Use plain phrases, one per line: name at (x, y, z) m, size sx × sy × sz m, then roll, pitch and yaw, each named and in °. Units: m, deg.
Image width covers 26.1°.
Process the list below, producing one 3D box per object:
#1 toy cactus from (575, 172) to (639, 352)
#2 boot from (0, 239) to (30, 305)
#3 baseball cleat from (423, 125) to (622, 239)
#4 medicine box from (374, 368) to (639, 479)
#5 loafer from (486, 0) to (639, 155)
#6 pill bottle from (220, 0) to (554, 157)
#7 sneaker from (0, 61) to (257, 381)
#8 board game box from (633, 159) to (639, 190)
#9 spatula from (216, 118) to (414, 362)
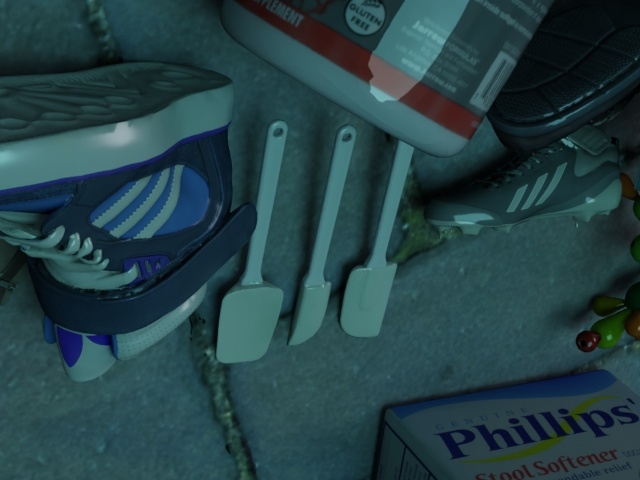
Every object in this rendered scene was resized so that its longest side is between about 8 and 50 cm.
toy cactus at (0.335, 0.016, 1.340) m, size 0.180 × 0.112 × 0.219 m, roll 9°, pitch 108°, yaw -52°
boot at (-0.246, -0.007, 1.036) m, size 0.087 × 0.042 × 0.118 m, roll 30°, pitch 98°, yaw -42°
baseball cleat at (0.180, -0.062, 1.231) m, size 0.206 × 0.072 × 0.109 m, roll -7°, pitch 103°, yaw -31°
medicine box at (0.228, 0.266, 1.271) m, size 0.263 × 0.289 × 0.149 m, roll -7°, pitch 119°, yaw -26°
loafer at (0.256, -0.165, 1.167) m, size 0.302 × 0.109 × 0.095 m, roll -46°, pitch 143°, yaw -21°
pill bottle at (0.100, -0.261, 0.990) m, size 0.210 × 0.210 × 0.363 m, roll 25°, pitch 100°, yaw -35°
sneaker at (-0.169, 0.009, 0.961) m, size 0.323 × 0.130 × 0.236 m, roll -26°, pitch 130°, yaw -60°
board game box at (0.388, -0.184, 1.170) m, size 0.254 × 0.079 × 0.336 m, roll 10°, pitch 93°, yaw -52°
spatula at (0.000, 0.000, 1.160) m, size 0.168 × 0.019 × 0.242 m, roll -5°, pitch 128°, yaw -23°
